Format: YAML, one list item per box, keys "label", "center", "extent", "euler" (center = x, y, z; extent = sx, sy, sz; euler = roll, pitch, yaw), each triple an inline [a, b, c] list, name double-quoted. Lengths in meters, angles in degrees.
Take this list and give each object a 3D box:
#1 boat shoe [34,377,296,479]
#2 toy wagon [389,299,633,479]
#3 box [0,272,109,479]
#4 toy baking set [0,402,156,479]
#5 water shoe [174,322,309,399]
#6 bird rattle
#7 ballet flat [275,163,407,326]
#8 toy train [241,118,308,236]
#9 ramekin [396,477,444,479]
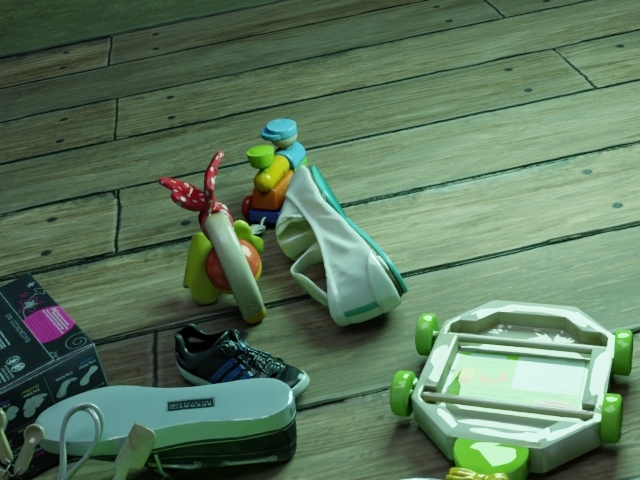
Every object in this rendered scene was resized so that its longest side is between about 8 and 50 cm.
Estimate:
- label: "boat shoe"
  center: [-0.180, 0.235, 1.157]
  extent: [0.306, 0.104, 0.113]
  euler: [-7, 26, -7]
- label: "toy wagon"
  center: [0.221, 0.187, 1.150]
  extent: [0.267, 0.068, 0.344]
  euler: [3, 34, 22]
- label: "box"
  center: [-0.396, 0.177, 1.283]
  extent: [0.163, 0.142, 0.247]
  euler: [-28, 33, -24]
- label: "toy baking set"
  center: [-0.308, 0.279, 1.066]
  extent: [0.256, 0.196, 0.030]
  euler: [-3, -5, 5]
- label: "water shoe"
  center: [-0.112, 0.162, 1.278]
  extent: [0.203, 0.080, 0.073]
  euler: [7, 35, 27]
- label: "bird rattle"
  center: [-0.130, 0.007, 1.406]
  extent: [0.143, 0.253, 0.207]
  euler: [-20, 56, -15]
- label: "ballet flat"
  center: [0.000, 0.000, 1.488]
  extent: [0.139, 0.139, 0.400]
  euler: [-17, 32, -11]
- label: "toy train"
  center: [-0.093, -0.094, 1.637]
  extent: [0.105, 0.143, 0.248]
  euler: [5, 34, 25]
- label: "ramekin"
  center: [0.070, 0.319, 0.853]
  extent: [0.207, 0.207, 0.109]
  euler: [-16, 41, -9]
